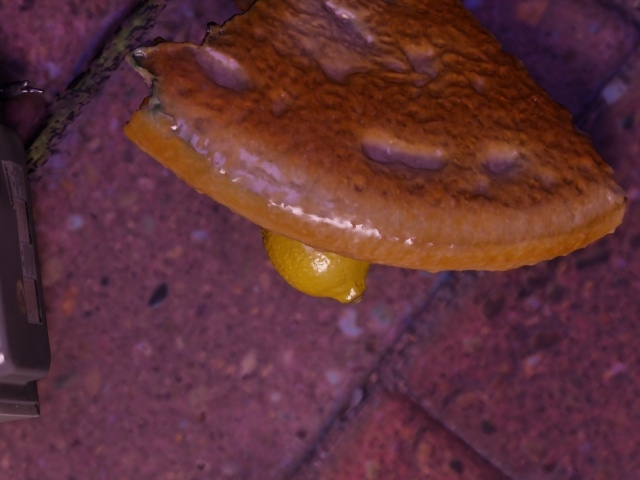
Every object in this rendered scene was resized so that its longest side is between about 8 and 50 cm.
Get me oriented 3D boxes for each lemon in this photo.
[{"bbox_3d":[0.000,0.000,1.116,0.062,0.062,0.083,-31,86,4],"label":"lemon"}]

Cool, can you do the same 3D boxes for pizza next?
[{"bbox_3d":[0.025,-0.081,1.092,0.289,0.081,0.228,8,57,-17],"label":"pizza"}]

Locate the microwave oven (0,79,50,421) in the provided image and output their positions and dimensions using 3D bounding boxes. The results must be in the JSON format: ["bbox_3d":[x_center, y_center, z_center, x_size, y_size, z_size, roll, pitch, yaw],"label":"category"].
[{"bbox_3d":[-0.261,-0.008,1.115,0.194,0.145,0.240,-9,83,10],"label":"microwave oven"}]
